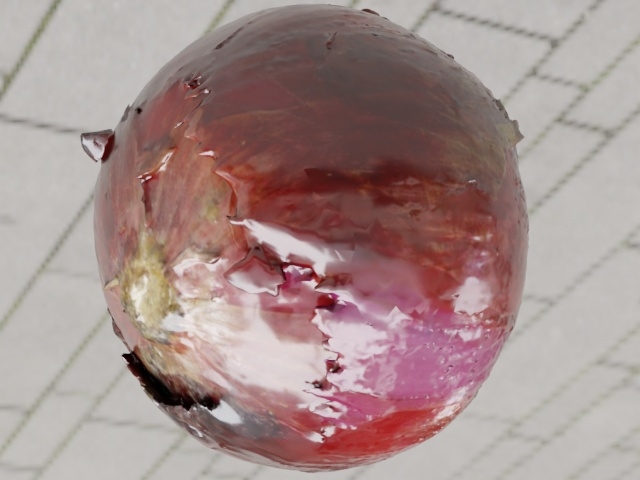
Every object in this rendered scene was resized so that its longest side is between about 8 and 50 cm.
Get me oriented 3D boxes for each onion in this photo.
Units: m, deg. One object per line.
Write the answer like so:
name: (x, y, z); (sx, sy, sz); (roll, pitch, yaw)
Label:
onion: (0.000, 0.000, 1.029); (0.276, 0.276, 0.276); (-6, 148, -3)
